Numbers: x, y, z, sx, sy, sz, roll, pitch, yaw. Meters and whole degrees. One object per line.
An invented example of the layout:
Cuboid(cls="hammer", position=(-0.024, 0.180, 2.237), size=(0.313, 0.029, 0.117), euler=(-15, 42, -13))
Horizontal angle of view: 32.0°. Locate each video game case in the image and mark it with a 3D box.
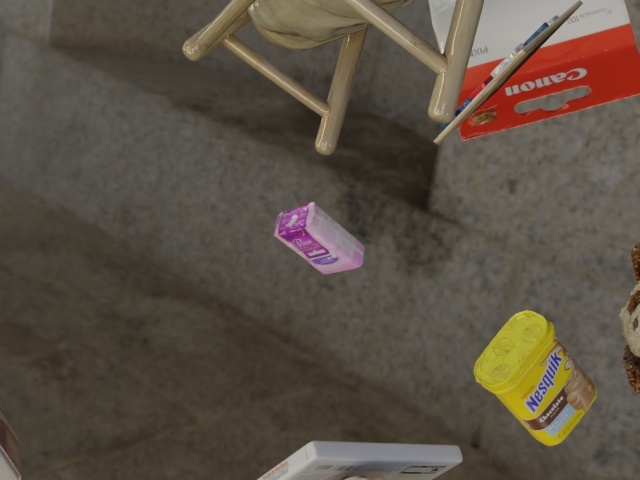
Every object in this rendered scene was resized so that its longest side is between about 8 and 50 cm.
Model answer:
Cuboid(cls="video game case", position=(0.026, 0.297, 1.371), size=(0.227, 0.206, 0.026), euler=(9, 54, -36))

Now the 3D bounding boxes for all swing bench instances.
Cuboid(cls="swing bench", position=(0.048, -0.221, 0.854), size=(0.165, 0.255, 0.253), euler=(35, -12, -14))

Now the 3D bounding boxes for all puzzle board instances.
Cuboid(cls="puzzle board", position=(0.146, -0.134, 0.888), size=(0.011, 0.128, 0.096), euler=(46, 52, 2))

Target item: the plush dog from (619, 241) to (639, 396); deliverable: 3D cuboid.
Cuboid(cls="plush dog", position=(0.513, 0.120, 1.566), size=(0.210, 0.262, 0.225), euler=(-1, 13, -25))

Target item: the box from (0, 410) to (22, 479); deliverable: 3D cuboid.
Cuboid(cls="box", position=(-0.483, 0.275, 1.448), size=(0.148, 0.127, 0.232), euler=(-34, 11, -12))

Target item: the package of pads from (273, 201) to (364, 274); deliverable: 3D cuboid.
Cuboid(cls="package of pads", position=(0.000, 0.000, 1.083), size=(0.050, 0.032, 0.083), euler=(-17, -43, 37))

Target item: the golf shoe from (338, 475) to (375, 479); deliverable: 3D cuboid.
Cuboid(cls="golf shoe", position=(0.087, 0.348, 1.258), size=(0.198, 0.094, 0.077), euler=(47, 57, -1))

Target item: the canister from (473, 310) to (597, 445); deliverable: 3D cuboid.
Cuboid(cls="canister", position=(0.308, 0.198, 1.580), size=(0.170, 0.126, 0.073), euler=(47, -12, -33))

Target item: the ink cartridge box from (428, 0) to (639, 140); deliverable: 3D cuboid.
Cuboid(cls="ink cartridge box", position=(0.209, -0.208, 1.101), size=(0.189, 0.066, 0.232), euler=(-15, 35, 11))
